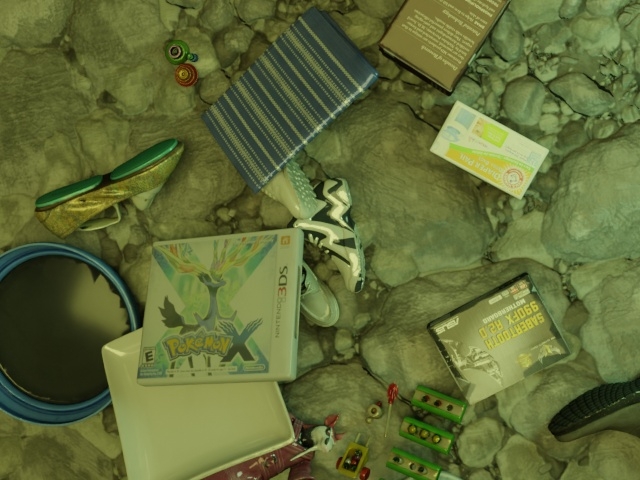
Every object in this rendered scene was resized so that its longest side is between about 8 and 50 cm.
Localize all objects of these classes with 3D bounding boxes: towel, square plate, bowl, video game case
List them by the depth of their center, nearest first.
[{"bbox_3d":[-0.196,0.131,1.834,0.329,0.036,0.300,-6,67,20],"label":"video game case"},{"bbox_3d":[-0.243,0.297,1.836,0.344,0.049,0.347,-25,62,10],"label":"square plate"},{"bbox_3d":[-0.064,-0.281,1.850,0.336,0.040,0.243,-43,58,10],"label":"towel"},{"bbox_3d":[-0.568,0.196,1.993,0.391,0.077,0.391,1,95,7],"label":"bowl"}]

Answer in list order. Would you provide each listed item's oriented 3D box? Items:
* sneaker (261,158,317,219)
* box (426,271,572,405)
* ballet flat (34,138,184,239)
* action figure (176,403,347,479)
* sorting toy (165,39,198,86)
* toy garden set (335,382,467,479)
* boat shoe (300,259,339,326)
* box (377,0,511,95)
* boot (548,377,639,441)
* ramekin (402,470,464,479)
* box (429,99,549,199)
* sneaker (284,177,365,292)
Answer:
[{"bbox_3d":[-0.087,-0.120,1.869,0.095,0.090,0.235,-38,56,13],"label":"sneaker"},{"bbox_3d":[0.357,0.198,1.886,0.231,0.056,0.183,-28,91,9],"label":"box"},{"bbox_3d":[-0.418,-0.098,1.938,0.348,0.123,0.123,-23,92,8],"label":"ballet flat"},{"bbox_3d":[-0.120,0.452,1.916,0.370,0.276,0.248,-15,79,-16],"label":"action figure"},{"bbox_3d":[-0.283,-0.366,1.920,0.061,0.042,0.102,-25,92,9],"label":"sorting toy"},{"bbox_3d":[0.154,0.403,1.886,0.204,0.049,0.244,18,78,27],"label":"toy garden set"},{"bbox_3d":[-0.046,0.086,1.913,0.079,0.081,0.227,-37,90,9],"label":"boat shoe"},{"bbox_3d":[0.234,-0.406,1.787,0.167,0.168,0.203,33,99,2],"label":"box"},{"bbox_3d":[0.642,0.380,1.843,0.338,0.118,0.223,-26,97,13],"label":"boot"},{"bbox_3d":[0.231,0.583,1.912,0.207,0.109,0.207,1,95,7],"label":"ramekin"},{"bbox_3d":[0.326,-0.175,1.830,0.203,0.103,0.114,28,98,4],"label":"box"},{"bbox_3d":[0.000,0.000,1.894,0.153,0.094,0.235,-12,94,10],"label":"sneaker"}]
